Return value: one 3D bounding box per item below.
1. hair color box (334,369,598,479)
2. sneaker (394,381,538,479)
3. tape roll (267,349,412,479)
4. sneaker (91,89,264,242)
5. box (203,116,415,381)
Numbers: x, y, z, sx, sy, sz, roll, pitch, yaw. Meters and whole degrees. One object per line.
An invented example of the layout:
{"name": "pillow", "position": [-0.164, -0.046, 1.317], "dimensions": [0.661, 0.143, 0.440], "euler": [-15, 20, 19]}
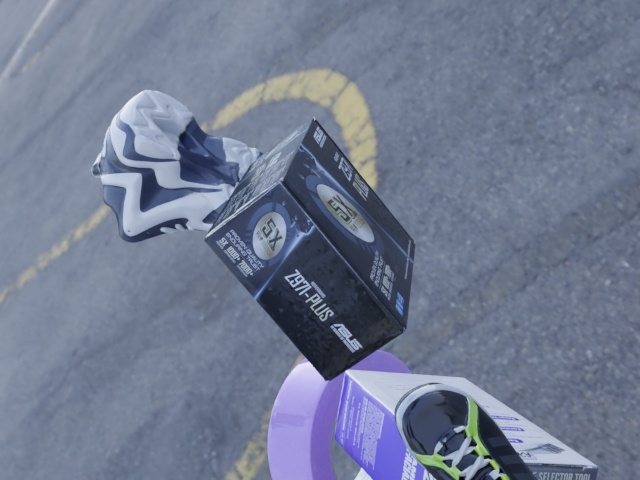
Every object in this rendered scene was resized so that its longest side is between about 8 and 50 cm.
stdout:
{"name": "hair color box", "position": [0.160, 0.257, 1.255], "dimensions": [0.339, 0.185, 0.110], "euler": [-155, 73, -71]}
{"name": "sneaker", "position": [0.168, 0.228, 0.977], "dimensions": [0.084, 0.234, 0.097], "euler": [-44, 6, -6]}
{"name": "tape roll", "position": [0.047, 0.302, 1.569], "dimensions": [0.090, 0.275, 0.274], "euler": [-4, 57, 44]}
{"name": "sneaker", "position": [-0.132, -0.037, 1.057], "dimensions": [0.153, 0.235, 0.094], "euler": [-34, 34, 45]}
{"name": "box", "position": [0.000, 0.000, 0.825], "dimensions": [0.077, 0.147, 0.180], "euler": [-36, 12, 19]}
